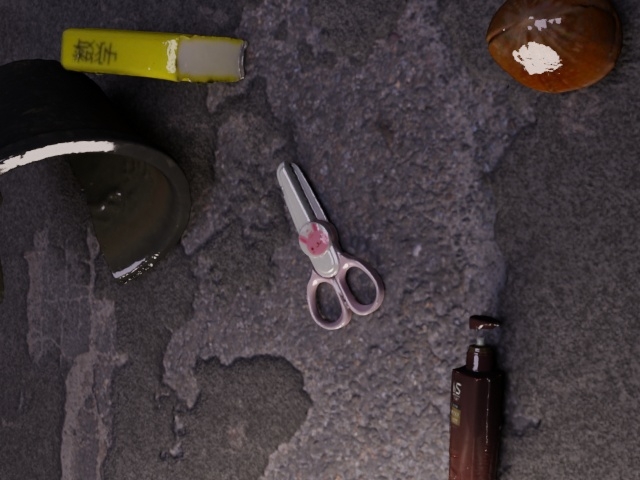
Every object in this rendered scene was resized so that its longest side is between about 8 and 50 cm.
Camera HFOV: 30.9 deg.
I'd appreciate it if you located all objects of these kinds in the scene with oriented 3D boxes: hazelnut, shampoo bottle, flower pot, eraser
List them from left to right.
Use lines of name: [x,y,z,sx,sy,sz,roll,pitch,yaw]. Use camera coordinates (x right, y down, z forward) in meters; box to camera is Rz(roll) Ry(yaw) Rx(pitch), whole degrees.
flower pot: [-0.395,-0.111,1.683,0.379,0.379,0.251,-42,53,29]
eraser: [-0.241,-0.264,1.651,0.226,0.158,0.069,9,103,32]
shampoo bottle: [0.200,0.213,1.476,0.068,0.067,0.236,8,100,41]
hazelnut: [0.269,-0.235,1.336,0.150,0.150,0.150,4,98,32]

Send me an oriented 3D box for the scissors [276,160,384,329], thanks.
scissors: [0.000,0.000,1.601,0.118,0.030,0.242,-27,83,31]
